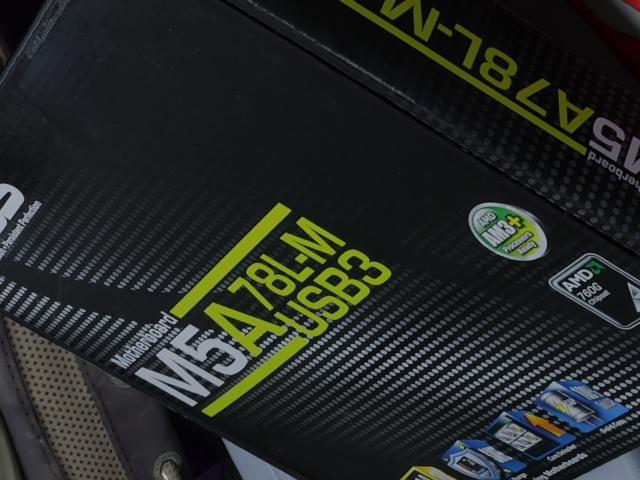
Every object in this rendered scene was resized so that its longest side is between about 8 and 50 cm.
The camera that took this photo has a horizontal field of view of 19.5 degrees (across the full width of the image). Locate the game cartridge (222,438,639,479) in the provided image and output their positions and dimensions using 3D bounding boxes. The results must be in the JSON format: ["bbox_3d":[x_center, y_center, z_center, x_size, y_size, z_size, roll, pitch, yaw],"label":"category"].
[{"bbox_3d":[0.055,0.085,0.631,0.196,0.060,0.294,-5,120,44],"label":"game cartridge"}]

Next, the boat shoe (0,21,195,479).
[{"bbox_3d":[-0.120,0.012,0.684,0.132,0.130,0.355,6,111,53],"label":"boat shoe"}]

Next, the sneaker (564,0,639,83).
[{"bbox_3d":[0.024,-0.114,0.412,0.279,0.118,0.107,49,146,-3],"label":"sneaker"}]

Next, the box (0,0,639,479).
[{"bbox_3d":[0.000,0.000,0.476,0.184,0.045,0.191,29,148,-13],"label":"box"}]

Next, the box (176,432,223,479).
[{"bbox_3d":[-0.154,0.177,0.883,0.201,0.057,0.293,28,128,25],"label":"box"}]
